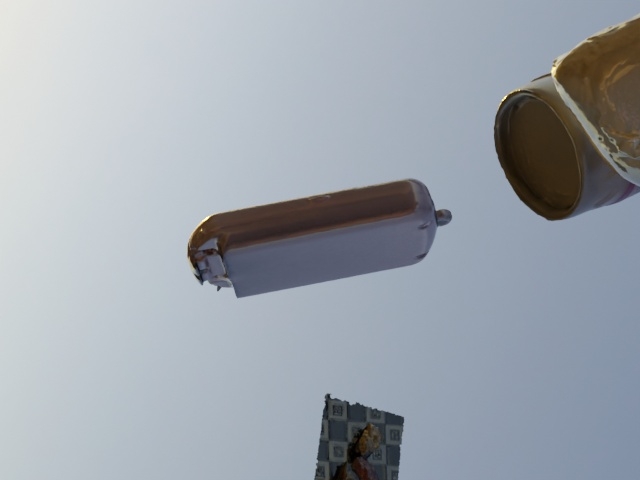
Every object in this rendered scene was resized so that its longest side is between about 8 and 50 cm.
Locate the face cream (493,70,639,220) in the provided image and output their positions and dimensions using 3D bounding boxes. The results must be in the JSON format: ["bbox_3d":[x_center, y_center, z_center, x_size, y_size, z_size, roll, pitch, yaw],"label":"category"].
[{"bbox_3d":[0.333,-0.131,1.468,0.175,0.194,0.175,45,-33,40],"label":"face cream"}]

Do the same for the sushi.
[{"bbox_3d":[0.062,0.333,1.839,0.031,0.139,0.201,135,-33,-59],"label":"sushi"}]

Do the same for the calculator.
[{"bbox_3d":[0.000,0.000,0.799,0.100,0.174,0.032,84,-5,-68],"label":"calculator"}]

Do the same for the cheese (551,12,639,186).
[{"bbox_3d":[0.348,-0.141,1.217,0.198,0.189,0.154,-22,-168,16],"label":"cheese"}]
